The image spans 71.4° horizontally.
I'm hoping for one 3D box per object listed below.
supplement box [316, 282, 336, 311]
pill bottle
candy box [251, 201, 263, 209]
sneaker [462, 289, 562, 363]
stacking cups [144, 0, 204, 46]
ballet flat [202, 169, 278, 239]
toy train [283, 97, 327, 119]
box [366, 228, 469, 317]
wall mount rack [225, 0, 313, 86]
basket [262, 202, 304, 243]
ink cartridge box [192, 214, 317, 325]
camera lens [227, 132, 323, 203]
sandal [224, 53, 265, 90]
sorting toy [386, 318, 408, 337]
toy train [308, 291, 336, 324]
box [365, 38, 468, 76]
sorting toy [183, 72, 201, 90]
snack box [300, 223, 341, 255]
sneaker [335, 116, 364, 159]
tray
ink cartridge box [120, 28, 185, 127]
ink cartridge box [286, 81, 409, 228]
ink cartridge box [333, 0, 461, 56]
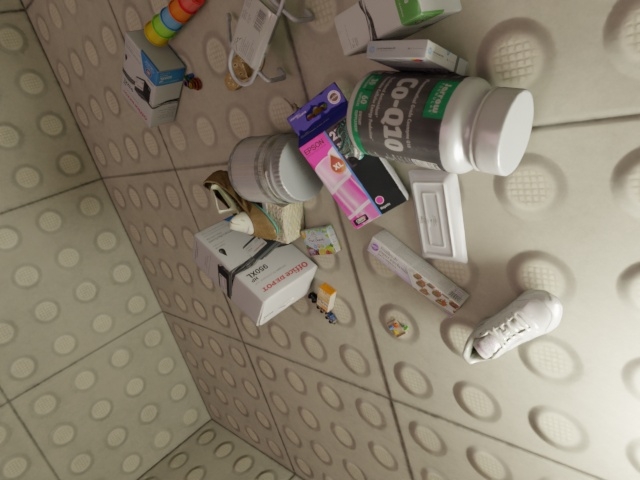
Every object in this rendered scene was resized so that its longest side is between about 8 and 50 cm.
[{"bbox_3d":[0.022,0.218,1.706,0.062,0.036,0.098,34,137,28],"label":"supplement box"},{"bbox_3d":[0.255,-0.262,0.987,0.361,0.204,0.204,20,129,37],"label":"pill bottle"},{"bbox_3d":[-0.249,-0.174,1.669,0.053,0.109,0.186,-25,96,52],"label":"candy box"},{"bbox_3d":[0.481,0.236,1.131,0.114,0.152,0.305,49,140,14],"label":"sneaker"},{"bbox_3d":[-0.503,-0.774,1.547,0.317,0.096,0.095,-2,114,46],"label":"stacking cups"},{"bbox_3d":[-0.297,-0.111,1.569,0.342,0.124,0.116,49,142,13],"label":"ballet flat"},{"bbox_3d":[-0.002,-0.362,1.288,0.248,0.105,0.143,54,132,4],"label":"toy train"},{"bbox_3d":[0.283,0.092,1.315,0.324,0.067,0.063,39,138,20],"label":"box"},{"bbox_3d":[-0.184,-0.633,1.268,0.304,0.131,0.350,47,136,8],"label":"wall mount rack"},{"bbox_3d":[-0.129,-0.084,1.600,0.103,0.113,0.167,21,130,35],"label":"basket"},{"bbox_3d":[-0.254,0.088,1.713,0.395,0.286,0.166,40,139,20],"label":"ink cartridge box"},{"bbox_3d":[-0.146,-0.229,1.429,0.275,0.219,0.219,8,121,44],"label":"camera lens"},{"bbox_3d":[-0.269,-0.554,1.452,0.240,0.079,0.088,-21,99,51],"label":"sandal"},{"bbox_3d":[0.264,0.297,1.518,0.062,0.012,0.083,52,142,7],"label":"sorting toy"},{"bbox_3d":[0.010,0.267,1.764,0.158,0.027,0.036,49,130,12],"label":"toy train"},{"bbox_3d":[0.210,-0.390,0.962,0.145,0.186,0.038,19,108,39],"label":"box"},{"bbox_3d":[-0.498,-0.602,1.696,0.102,0.042,0.061,19,128,39],"label":"sorting toy"},{"bbox_3d":[0.000,0.000,1.578,0.141,0.037,0.100,-8,108,49],"label":"snack box"},{"bbox_3d":[0.074,-0.288,1.125,0.076,0.065,0.166,7,113,16],"label":"sneaker"},{"bbox_3d":[0.312,-0.060,1.206,0.145,0.030,0.270,9,122,45],"label":"tray"},{"bbox_3d":[-0.680,-0.646,1.793,0.223,0.129,0.307,50,142,8],"label":"ink cartridge box"},{"bbox_3d":[0.071,-0.224,1.225,0.176,0.069,0.370,-30,101,26],"label":"ink cartridge box"},{"bbox_3d":[0.162,-0.490,0.965,0.220,0.160,0.092,-5,109,48],"label":"ink cartridge box"}]
